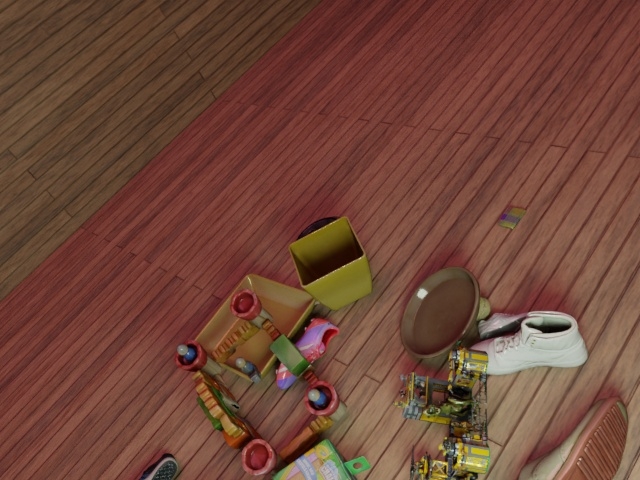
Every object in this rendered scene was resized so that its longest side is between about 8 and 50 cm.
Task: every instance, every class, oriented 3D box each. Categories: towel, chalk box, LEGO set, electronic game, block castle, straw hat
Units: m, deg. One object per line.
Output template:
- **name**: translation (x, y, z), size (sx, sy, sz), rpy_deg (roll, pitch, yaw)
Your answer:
- **towel**: translation (0.590, -0.072, 1.882), size (0.060, 0.009, 0.083), rpy_deg (20, 61, 43)
- **chalk box**: translation (0.018, 0.579, 1.459), size (0.213, 0.132, 0.132), rpy_deg (-34, 39, -5)
- **LEGO set**: translation (0.264, 0.400, 1.394), size (0.192, 0.255, 0.331), rpy_deg (8, 60, 3)
- **electronic game**: translation (0.000, 0.000, 2.145), size (0.229, 0.048, 0.229), rpy_deg (-24, 34, 18)
- **block castle**: translation (-0.175, 0.375, 1.637), size (0.303, 0.213, 0.453), rpy_deg (-42, 55, -4)
- **straw hat**: translation (0.430, 0.184, 1.668), size (0.061, 0.144, 0.145), rpy_deg (19, 47, -8)

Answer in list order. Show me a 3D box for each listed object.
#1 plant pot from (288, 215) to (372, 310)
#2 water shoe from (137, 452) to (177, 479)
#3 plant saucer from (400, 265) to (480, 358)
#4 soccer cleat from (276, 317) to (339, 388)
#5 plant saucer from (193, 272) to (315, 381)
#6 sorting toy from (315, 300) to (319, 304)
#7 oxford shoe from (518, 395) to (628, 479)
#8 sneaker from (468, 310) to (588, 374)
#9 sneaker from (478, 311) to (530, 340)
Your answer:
- **plant pot**: translation (0.051, 0.091, 1.908), size (0.212, 0.187, 0.212), rpy_deg (-28, 39, 4)
- **water shoe**: translation (-0.485, 0.692, 1.721), size (0.203, 0.073, 0.080), rpy_deg (-41, 14, -12)
- **plant saucer**: translation (0.329, 0.199, 1.662), size (0.278, 0.041, 0.278), rpy_deg (-41, 29, 29)
- **soccer cleat**: translation (-0.039, 0.335, 1.796), size (0.095, 0.083, 0.248), rpy_deg (14, 54, 36)
- **plant saucer**: translation (-0.204, 0.283, 1.950), size (0.332, 0.081, 0.333), rpy_deg (14, 58, 41)
- **sorting toy**: translation (-0.034, 0.190, 1.995), size (0.083, 0.012, 0.062), rpy_deg (-17, 46, 11)
- **oxford shoe**: translation (0.502, 0.469, 1.274), size (0.397, 0.141, 0.146), rpy_deg (-40, 19, -25)
- **sneaker**: translation (0.486, 0.241, 1.494), size (0.292, 0.169, 0.108), rpy_deg (-12, 45, 23)
- **sneaker**: translation (0.488, 0.213, 1.612), size (0.152, 0.054, 0.061), rpy_deg (-20, 38, 13)
